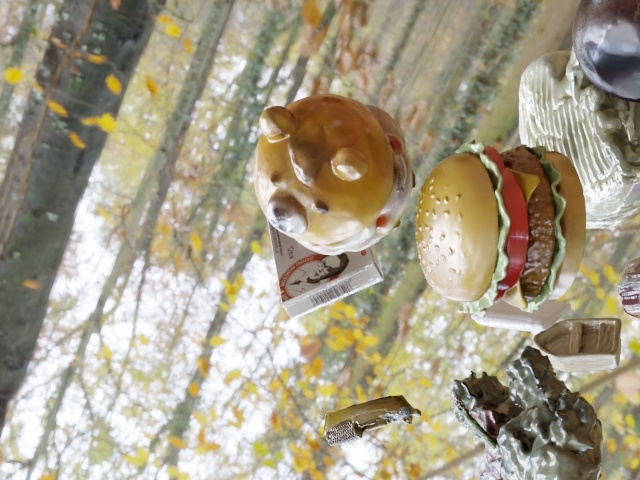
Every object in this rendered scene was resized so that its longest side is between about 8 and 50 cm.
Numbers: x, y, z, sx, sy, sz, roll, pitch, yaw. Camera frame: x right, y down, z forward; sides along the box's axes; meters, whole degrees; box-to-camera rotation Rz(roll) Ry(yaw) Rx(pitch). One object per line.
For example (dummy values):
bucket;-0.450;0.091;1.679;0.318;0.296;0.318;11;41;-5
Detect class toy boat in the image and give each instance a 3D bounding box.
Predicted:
toy boat;0.560;0.230;1.981;0.188;0.061;0.116;-5;-140;29
toy boat;0.075;0.263;1.333;0.047;0.149;0.049;45;-149;-58

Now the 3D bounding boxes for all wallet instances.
wallet;0.412;0.151;1.874;0.124;0.032;0.183;-27;-160;-39

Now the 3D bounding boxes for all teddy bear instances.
teddy bear;0.307;0.315;1.330;0.224;0.367;0.357;0;-118;7

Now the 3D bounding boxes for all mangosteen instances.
mangosteen;0.501;-0.293;1.325;0.231;0.231;0.289;16;-148;-21

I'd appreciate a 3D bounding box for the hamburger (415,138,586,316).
hamburger;0.254;-0.020;1.391;0.212;0.274;0.274;-1;-151;-12

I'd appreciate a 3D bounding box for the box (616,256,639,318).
box;0.705;0.100;1.504;0.404;0.108;0.263;7;175;4

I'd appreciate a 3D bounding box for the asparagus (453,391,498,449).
asparagus;0.216;0.255;1.279;0.114;0.014;0.015;50;-139;-24

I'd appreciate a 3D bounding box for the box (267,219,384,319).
box;0.000;0.000;1.987;0.353;0.214;0.069;-105;-12;-51

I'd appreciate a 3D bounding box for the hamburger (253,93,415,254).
hamburger;0.012;-0.114;1.504;0.276;0.276;0.237;33;-173;19

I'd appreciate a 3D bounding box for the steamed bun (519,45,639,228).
steamed bun;0.527;-0.206;1.623;0.247;0.352;0.339;-10;-106;-16
